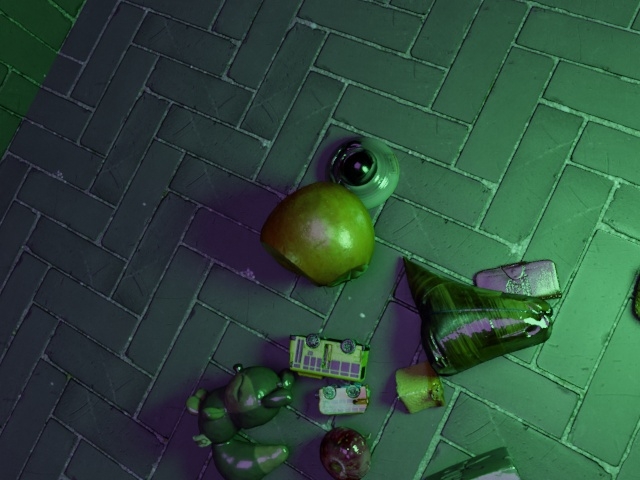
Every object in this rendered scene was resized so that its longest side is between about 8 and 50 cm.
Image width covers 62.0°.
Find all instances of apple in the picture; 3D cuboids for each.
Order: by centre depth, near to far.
[{"bbox_3d":[0.000,0.000,1.791,0.384,0.374,0.374,-39,70,36],"label":"apple"}]

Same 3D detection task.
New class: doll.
[{"bbox_3d":[-0.222,0.601,1.810,0.382,0.252,0.379,-22,107,13],"label":"doll"}]

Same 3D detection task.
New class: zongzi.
[{"bbox_3d":[0.481,0.170,1.684,0.403,0.208,0.432,-23,59,17],"label":"zongzi"}]

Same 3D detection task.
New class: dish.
[{"bbox_3d":[0.135,-0.256,1.889,0.273,0.134,0.273,-3,78,15],"label":"dish"}]

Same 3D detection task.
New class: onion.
[{"bbox_3d":[0.080,0.689,1.719,0.177,0.153,0.177,1,97,11],"label":"onion"}]

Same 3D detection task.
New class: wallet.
[{"bbox_3d":[0.638,0.140,1.732,0.255,0.031,0.137,-11,81,14],"label":"wallet"}]

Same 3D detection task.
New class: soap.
[{"bbox_3d":[0.441,0.716,1.541,0.285,0.296,0.107,-25,75,7],"label":"soap"}]

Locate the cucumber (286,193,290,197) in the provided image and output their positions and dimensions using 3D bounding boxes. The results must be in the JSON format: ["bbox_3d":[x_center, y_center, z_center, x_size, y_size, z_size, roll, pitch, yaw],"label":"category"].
[{"bbox_3d":[-0.053,-0.146,1.961,0.181,0.053,0.053,1,80,13],"label":"cucumber"}]

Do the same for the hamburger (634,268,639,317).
[{"bbox_3d":[1.041,0.157,1.575,0.183,0.130,0.206,6,84,18],"label":"hamburger"}]

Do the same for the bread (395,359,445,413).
[{"bbox_3d":[0.327,0.475,1.738,0.147,0.127,0.152,-15,43,13],"label":"bread"}]

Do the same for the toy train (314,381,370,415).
[{"bbox_3d":[0.077,0.531,1.789,0.188,0.072,0.099,-8,84,13],"label":"toy train"}]

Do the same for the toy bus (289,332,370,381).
[{"bbox_3d":[0.024,0.393,1.797,0.262,0.128,0.150,6,81,15],"label":"toy bus"}]
